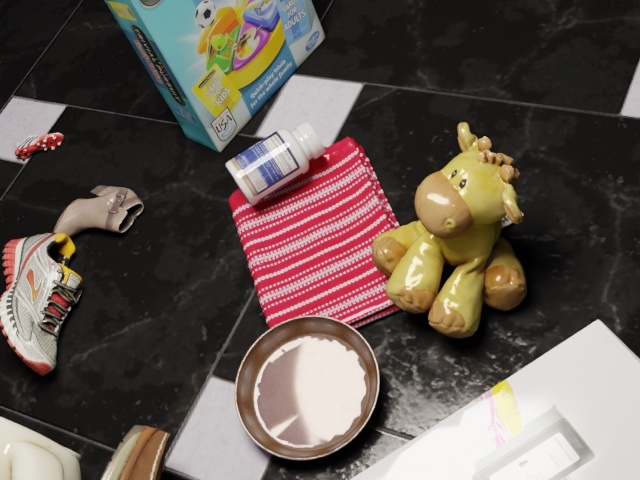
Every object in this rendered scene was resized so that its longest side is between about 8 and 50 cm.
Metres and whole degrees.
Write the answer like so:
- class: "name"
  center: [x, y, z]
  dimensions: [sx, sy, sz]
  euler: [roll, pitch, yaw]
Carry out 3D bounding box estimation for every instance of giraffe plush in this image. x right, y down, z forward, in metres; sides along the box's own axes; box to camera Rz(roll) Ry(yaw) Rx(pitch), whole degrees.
- class: "giraffe plush"
  center: [0.162, -0.023, 1.054]
  dimensions: [0.181, 0.170, 0.210]
  euler: [34, 64, 22]

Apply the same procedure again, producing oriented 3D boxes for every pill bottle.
- class: "pill bottle"
  center: [-0.057, -0.103, 1.238]
  dimensions: [0.120, 0.067, 0.067]
  euler: [-33, 51, -4]

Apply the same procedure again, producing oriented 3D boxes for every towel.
- class: "towel"
  center: [0.000, 0.000, 1.207]
  dimensions: [0.199, 0.031, 0.275]
  euler: [-24, 51, 3]

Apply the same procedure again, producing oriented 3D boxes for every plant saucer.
- class: "plant saucer"
  center: [-0.013, 0.167, 1.078]
  dimensions: [0.168, 0.029, 0.168]
  euler: [-6, 64, 13]

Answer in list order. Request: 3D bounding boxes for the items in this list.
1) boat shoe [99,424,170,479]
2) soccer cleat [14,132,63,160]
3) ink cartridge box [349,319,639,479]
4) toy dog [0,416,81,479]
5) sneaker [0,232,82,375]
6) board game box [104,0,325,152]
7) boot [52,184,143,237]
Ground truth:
- class: "boat shoe"
  center: [-0.202, 0.357, 0.980]
  dimensions: [0.120, 0.122, 0.324]
  euler: [17, 61, -5]
- class: "soccer cleat"
  center: [-0.438, -0.154, 1.482]
  dimensions: [0.083, 0.029, 0.035]
  euler: [-22, 55, 10]
- class: "ink cartridge box"
  center: [0.204, 0.251, 0.841]
  dimensions: [0.270, 0.198, 0.197]
  euler: [-32, 50, -5]
- class: "toy dog"
  center: [-0.407, 0.364, 0.940]
  dimensions: [0.395, 0.284, 0.408]
  euler: [11, 67, 40]
- class: "sneaker"
  center: [-0.364, 0.073, 1.251]
  dimensions: [0.093, 0.088, 0.225]
  euler: [-19, 51, 5]
- class: "board game box"
  center: [-0.142, -0.323, 1.297]
  dimensions: [0.079, 0.336, 0.254]
  euler: [27, 69, 33]
- class: "boot"
  center: [-0.308, -0.031, 1.337]
  dimensions: [0.087, 0.042, 0.118]
  euler: [27, 68, 31]
